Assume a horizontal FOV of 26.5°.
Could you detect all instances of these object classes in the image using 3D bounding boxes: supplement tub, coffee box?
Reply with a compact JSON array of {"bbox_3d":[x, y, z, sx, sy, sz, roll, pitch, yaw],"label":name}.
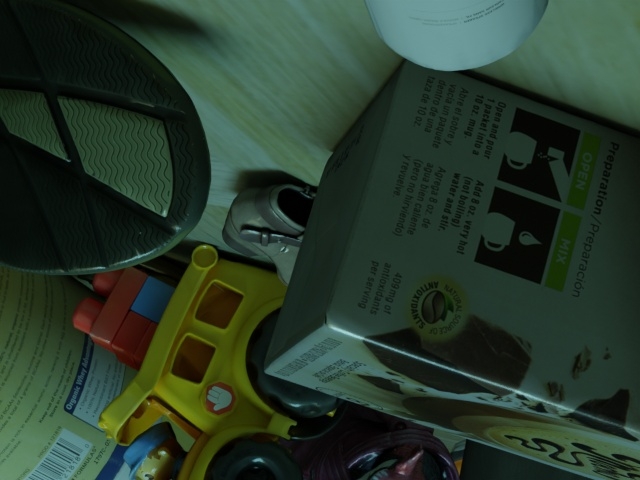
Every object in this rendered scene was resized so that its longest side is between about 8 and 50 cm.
[{"bbox_3d":[-0.305,0.095,1.091,0.228,0.228,0.316,4,153,44],"label":"supplement tub"},{"bbox_3d":[0.141,0.043,0.602,0.297,0.119,0.168,19,166,-6],"label":"coffee box"}]

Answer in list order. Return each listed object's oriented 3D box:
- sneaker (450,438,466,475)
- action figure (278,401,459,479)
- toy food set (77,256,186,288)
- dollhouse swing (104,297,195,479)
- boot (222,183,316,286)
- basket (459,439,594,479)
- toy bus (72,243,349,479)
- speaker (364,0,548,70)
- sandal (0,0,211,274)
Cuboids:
[{"bbox_3d":[0.255,0.310,1.415,0.321,0.180,0.124,5,162,42],"label":"sneaker"},{"bbox_3d":[0.034,0.223,1.198,0.275,0.248,0.370,21,169,-20],"label":"action figure"},{"bbox_3d":[-0.158,0.033,1.108,0.132,0.039,0.192,4,162,44],"label":"toy food set"},{"bbox_3d":[-0.235,0.228,1.430,0.346,0.305,0.315,22,166,-23],"label":"dollhouse swing"},{"bbox_3d":[0.000,0.000,0.783,0.118,0.042,0.087,15,161,-25],"label":"boot"},{"bbox_3d":[0.186,0.265,1.215,0.154,0.227,0.204,9,164,31],"label":"basket"},{"bbox_3d":[-0.090,0.114,0.991,0.211,0.220,0.149,23,163,2],"label":"toy bus"},{"bbox_3d":[0.026,-0.092,0.333,0.055,0.055,0.136,13,166,17],"label":"speaker"},{"bbox_3d":[-0.162,-0.057,0.651,0.302,0.120,0.086,8,-168,40],"label":"sandal"}]
